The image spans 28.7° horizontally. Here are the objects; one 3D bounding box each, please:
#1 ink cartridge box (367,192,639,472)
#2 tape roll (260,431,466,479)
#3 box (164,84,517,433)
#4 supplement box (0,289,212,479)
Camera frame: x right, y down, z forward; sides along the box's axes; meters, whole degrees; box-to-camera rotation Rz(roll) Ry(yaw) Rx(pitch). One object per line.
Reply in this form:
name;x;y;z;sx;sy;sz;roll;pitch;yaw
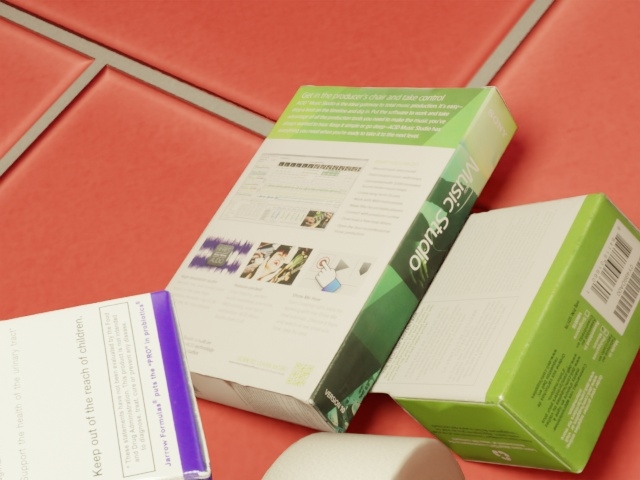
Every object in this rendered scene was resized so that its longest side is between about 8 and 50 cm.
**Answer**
ink cartridge box;0.125;0.073;0.998;0.255;0.097;0.189;-9;45;56
tape roll;0.022;0.300;0.673;0.072;0.392;0.392;0;56;18
box;0.000;0.000;1.067;0.232;0.058;0.322;8;58;44
supplement box;-0.164;0.117;0.593;0.220;0.111;0.114;-11;49;-9
